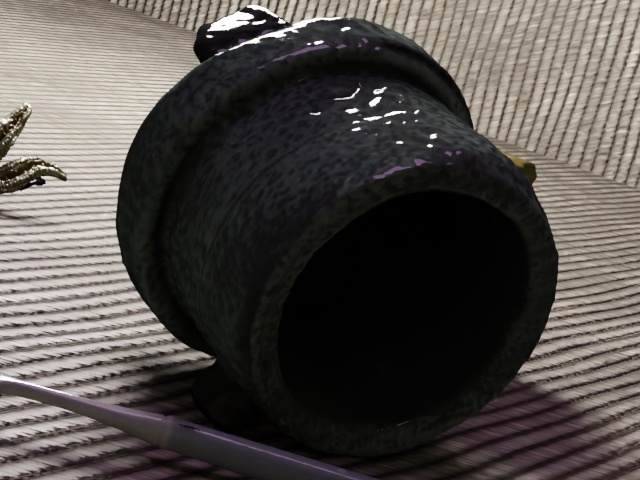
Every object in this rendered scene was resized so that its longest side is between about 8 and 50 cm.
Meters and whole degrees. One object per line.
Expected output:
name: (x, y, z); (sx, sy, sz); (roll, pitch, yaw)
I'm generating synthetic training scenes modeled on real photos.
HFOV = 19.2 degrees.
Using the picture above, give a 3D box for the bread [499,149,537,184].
bread: (0.046, -0.013, 1.639); (0.252, 0.196, 0.238); (20, 16, 33)

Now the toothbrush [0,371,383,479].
toothbrush: (-0.076, 0.131, 1.189); (0.342, 0.030, 0.025); (15, 12, -3)

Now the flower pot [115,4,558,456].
flower pot: (0.000, 0.000, 1.373); (0.299, 0.299, 0.283); (8, 27, -34)

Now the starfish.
starfish: (-0.342, -0.080, 1.721); (0.176, 0.053, 0.208); (42, 37, 22)
